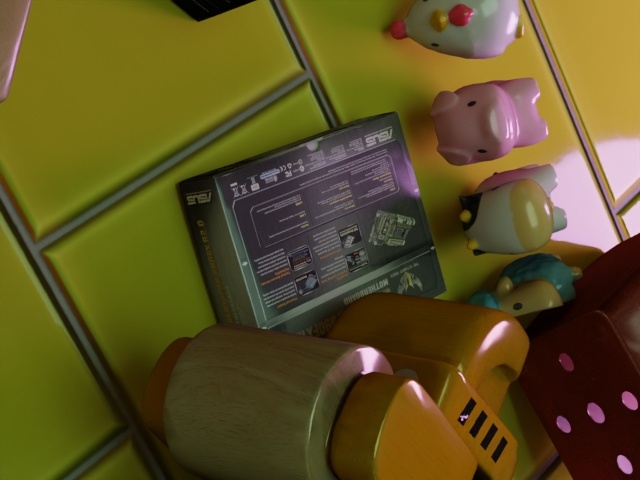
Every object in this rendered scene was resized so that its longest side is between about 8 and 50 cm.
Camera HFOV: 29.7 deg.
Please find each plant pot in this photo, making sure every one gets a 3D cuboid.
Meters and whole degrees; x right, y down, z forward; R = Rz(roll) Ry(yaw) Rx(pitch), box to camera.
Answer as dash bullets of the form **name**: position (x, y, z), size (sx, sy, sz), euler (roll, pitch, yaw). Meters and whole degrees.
- **plant pot**: position (0.356, 0.125, 1.216), size (0.236, 0.267, 0.267), euler (-25, 82, -30)

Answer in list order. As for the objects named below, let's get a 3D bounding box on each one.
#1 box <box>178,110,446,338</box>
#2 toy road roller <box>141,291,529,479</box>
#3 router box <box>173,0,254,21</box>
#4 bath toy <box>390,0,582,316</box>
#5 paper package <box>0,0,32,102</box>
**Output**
- **box**: position (0.000, 0.000, 1.083), size (0.231, 0.056, 0.183), euler (-24, 103, -39)
- **toy road roller**: position (0.043, 0.126, 0.956), size (0.329, 0.203, 0.240), euler (51, 54, -47)
- **router box**: position (-0.117, -0.255, 0.961), size (0.179, 0.133, 0.046), euler (37, 64, -32)
- **bath toy**: position (0.162, -0.099, 1.193), size (0.129, 0.151, 0.348), euler (-14, 95, -5)
- **paper package**: position (-0.325, -0.261, 0.764), size (0.309, 0.168, 0.324), euler (20, 72, -39)
